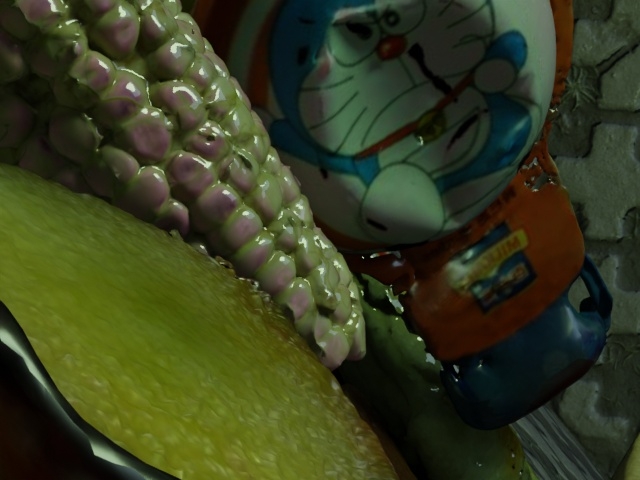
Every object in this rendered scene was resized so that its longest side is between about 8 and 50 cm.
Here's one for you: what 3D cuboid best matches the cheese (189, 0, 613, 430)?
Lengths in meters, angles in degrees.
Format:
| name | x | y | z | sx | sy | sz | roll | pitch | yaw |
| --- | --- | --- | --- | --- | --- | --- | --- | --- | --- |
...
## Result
| name | x | y | z | sx | sy | sz | roll | pitch | yaw |
| --- | --- | --- | --- | --- | --- | --- | --- | --- | --- |
| cheese | 0.051 | -0.049 | 0.790 | 0.329 | 0.217 | 0.129 | 61 | -10 | -30 |

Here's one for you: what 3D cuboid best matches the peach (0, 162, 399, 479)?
| name | x | y | z | sx | sy | sz | roll | pitch | yaw |
| --- | --- | --- | --- | --- | --- | --- | --- | --- | --- |
| peach | -0.063 | 0.046 | 0.505 | 0.189 | 0.068 | 0.279 | 42 | 8 | 8 |

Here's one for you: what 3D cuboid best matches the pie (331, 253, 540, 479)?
| name | x | y | z | sx | sy | sz | roll | pitch | yaw |
| --- | --- | --- | --- | --- | --- | --- | --- | --- | --- |
| pie | 0.045 | 0.081 | 1.003 | 0.306 | 0.071 | 0.306 | 52 | -4 | 5 |

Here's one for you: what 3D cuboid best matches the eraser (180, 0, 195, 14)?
| name | x | y | z | sx | sy | sz | roll | pitch | yaw |
| --- | --- | --- | --- | --- | --- | --- | --- | --- | --- |
| eraser | -0.061 | -0.129 | 0.915 | 0.158 | 0.226 | 0.069 | 49 | 43 | -19 |

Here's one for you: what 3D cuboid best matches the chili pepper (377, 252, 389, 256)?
| name | x | y | z | sx | sy | sz | roll | pitch | yaw |
| --- | --- | --- | --- | --- | --- | --- | --- | --- | --- |
| chili pepper | 0.000 | 0.000 | 1.182 | 0.192 | 0.086 | 0.084 | 59 | 20 | -50 |

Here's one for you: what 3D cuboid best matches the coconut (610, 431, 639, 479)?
| name | x | y | z | sx | sy | sz | roll | pitch | yaw |
| --- | --- | --- | --- | --- | --- | --- | --- | --- | --- |
| coconut | 0.353 | 0.279 | 1.356 | 0.329 | 0.329 | 0.329 | 51 | 6 | -7 |

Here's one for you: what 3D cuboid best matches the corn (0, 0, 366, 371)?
| name | x | y | z | sx | sy | sz | roll | pitch | yaw |
| --- | --- | --- | --- | --- | --- | --- | --- | --- | --- |
| corn | -0.100 | -0.070 | 0.660 | 0.335 | 0.126 | 0.126 | 50 | 6 | -14 |

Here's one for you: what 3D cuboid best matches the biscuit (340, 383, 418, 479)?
| name | x | y | z | sx | sy | sz | roll | pitch | yaw |
| --- | --- | --- | --- | --- | --- | --- | --- | --- | --- |
| biscuit | 0.023 | 0.133 | 0.765 | 0.180 | 0.039 | 0.236 | 56 | 6 | 5 |
